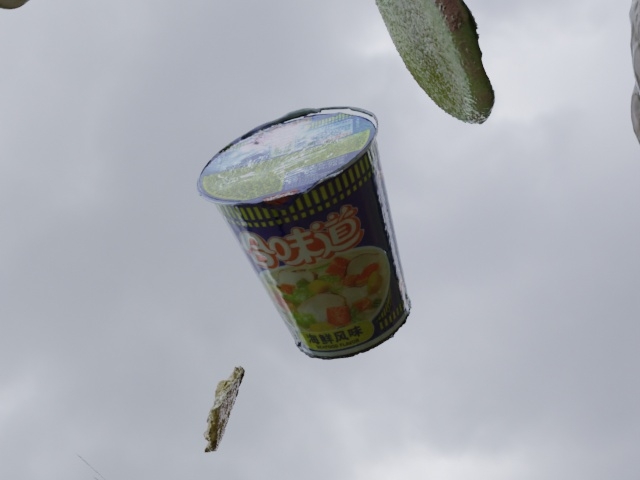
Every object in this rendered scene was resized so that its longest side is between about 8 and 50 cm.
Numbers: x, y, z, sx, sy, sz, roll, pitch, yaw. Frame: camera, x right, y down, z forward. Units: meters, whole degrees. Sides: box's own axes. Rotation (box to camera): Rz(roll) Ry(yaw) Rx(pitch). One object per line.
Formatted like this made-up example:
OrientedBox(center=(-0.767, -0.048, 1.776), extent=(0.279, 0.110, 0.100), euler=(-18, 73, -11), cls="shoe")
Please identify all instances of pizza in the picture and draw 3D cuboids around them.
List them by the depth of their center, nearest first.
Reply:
OrientedBox(center=(-0.129, 0.212, 1.470), extent=(0.026, 0.123, 0.108), euler=(17, -15, 5), cls="pizza")

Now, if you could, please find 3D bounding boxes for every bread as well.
OrientedBox(center=(0.094, -0.208, 1.077), extent=(0.033, 0.228, 0.228), euler=(-29, -38, -4), cls="bread")

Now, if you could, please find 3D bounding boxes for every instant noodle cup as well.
OrientedBox(center=(0.000, 0.000, 1.696), extent=(0.284, 0.284, 0.312), euler=(-24, -62, -6), cls="instant noodle cup")

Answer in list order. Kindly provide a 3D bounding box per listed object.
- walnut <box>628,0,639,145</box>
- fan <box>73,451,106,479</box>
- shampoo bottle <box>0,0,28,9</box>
OrientedBox(center=(0.322, -0.122, 0.757), extent=(0.248, 0.248, 0.248), euler=(-17, -40, -15), cls="walnut")
OrientedBox(center=(-0.149, 0.239, 0.994), extent=(0.009, 0.329, 0.191), euler=(-51, -59, -14), cls="fan")
OrientedBox(center=(-0.262, -0.192, 0.722), extent=(0.074, 0.192, 0.074), euler=(-45, -30, -34), cls="shampoo bottle")
